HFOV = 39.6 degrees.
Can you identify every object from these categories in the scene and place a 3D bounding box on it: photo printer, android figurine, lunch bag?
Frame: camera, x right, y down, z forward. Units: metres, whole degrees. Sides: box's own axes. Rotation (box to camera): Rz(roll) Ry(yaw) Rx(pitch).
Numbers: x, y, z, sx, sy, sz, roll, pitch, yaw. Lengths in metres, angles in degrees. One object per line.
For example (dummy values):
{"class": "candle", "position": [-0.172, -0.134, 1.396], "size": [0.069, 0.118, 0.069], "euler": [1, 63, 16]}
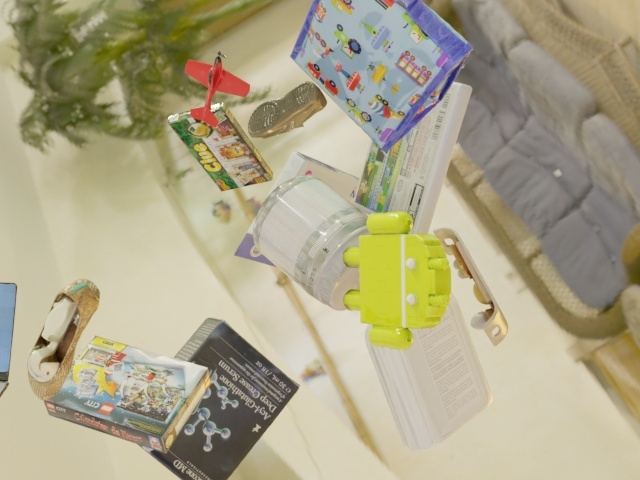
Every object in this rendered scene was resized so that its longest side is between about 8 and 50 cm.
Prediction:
{"class": "photo printer", "position": [0.227, 0.257, 1.899], "size": [0.256, 0.107, 0.307], "euler": [-24, -85, -45]}
{"class": "android figurine", "position": [0.137, 0.072, 1.597], "size": [0.273, 0.056, 0.248], "euler": [2, 92, 54]}
{"class": "lunch bag", "position": [0.089, -0.285, 1.275], "size": [0.221, 0.138, 0.293], "euler": [45, 167, 3]}

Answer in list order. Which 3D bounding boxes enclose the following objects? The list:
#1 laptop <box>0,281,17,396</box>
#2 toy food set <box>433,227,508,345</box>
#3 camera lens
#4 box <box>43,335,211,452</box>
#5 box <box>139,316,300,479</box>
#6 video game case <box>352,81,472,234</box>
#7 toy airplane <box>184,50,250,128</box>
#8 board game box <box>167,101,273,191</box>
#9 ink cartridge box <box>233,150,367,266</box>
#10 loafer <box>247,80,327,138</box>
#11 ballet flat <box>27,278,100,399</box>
{"class": "laptop", "position": [-1.019, 0.300, 2.274], "size": [0.408, 0.382, 0.236], "euler": [-82, -8, -64]}
{"class": "toy food set", "position": [0.397, 0.123, 2.380], "size": [0.306, 0.092, 0.220], "euler": [64, -171, 25]}
{"class": "camera lens", "position": [0.000, 0.000, 2.005], "size": [0.274, 0.219, 0.219], "euler": [39, 172, 28]}
{"class": "box", "position": [-0.327, 0.257, 1.513], "size": [0.159, 0.233, 0.044], "euler": [-58, -27, -43]}
{"class": "box", "position": [-0.308, 0.455, 2.448], "size": [0.293, 0.395, 0.212], "euler": [42, 166, -13]}
{"class": "video game case", "position": [0.191, -0.195, 1.935], "size": [0.036, 0.329, 0.300], "euler": [11, -170, -27]}
{"class": "toy airplane", "position": [-0.201, -0.274, 1.628], "size": [0.028, 0.151, 0.151], "euler": [-24, -98, -55]}
{"class": "board game box", "position": [-0.219, -0.205, 1.989], "size": [0.259, 0.136, 0.030], "euler": [55, -147, -50]}
{"class": "ink cartridge box", "position": [-0.030, -0.049, 2.420], "size": [0.324, 0.330, 0.071], "euler": [17, -163, -47]}
{"class": "loafer", "position": [-0.049, -0.186, 1.329], "size": [0.050, 0.148, 0.056], "euler": [23, -122, -43]}
{"class": "ballet flat", "position": [-0.391, 0.147, 1.296], "size": [0.073, 0.206, 0.067], "euler": [29, -167, 17]}
